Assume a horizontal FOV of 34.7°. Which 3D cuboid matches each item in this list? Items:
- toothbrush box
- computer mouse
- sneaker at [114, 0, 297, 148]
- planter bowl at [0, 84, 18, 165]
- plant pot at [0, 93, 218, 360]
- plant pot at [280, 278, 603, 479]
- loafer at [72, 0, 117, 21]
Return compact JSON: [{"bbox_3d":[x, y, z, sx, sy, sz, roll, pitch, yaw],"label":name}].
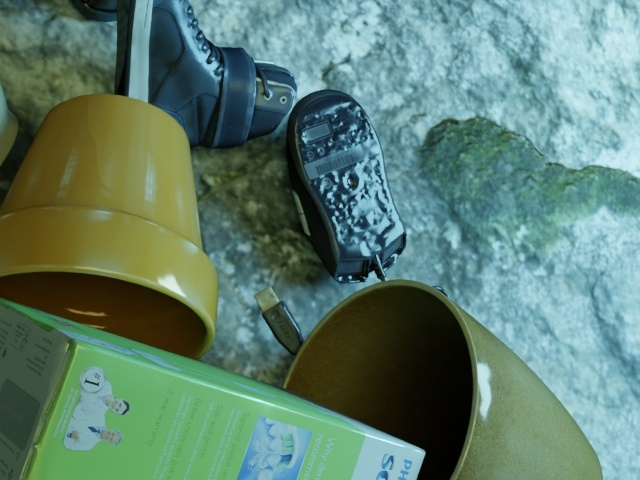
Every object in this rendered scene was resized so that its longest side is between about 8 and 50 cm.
[{"bbox_3d":[-0.104,0.147,0.737,0.283,0.206,0.122,22,84,-33],"label":"toothbrush box"},{"bbox_3d":[0.000,0.000,0.976,0.184,0.060,0.262,-29,100,-26],"label":"computer mouse"},{"bbox_3d":[-0.099,-0.182,0.918,0.164,0.226,0.086,-2,36,-16],"label":"sneaker"},{"bbox_3d":[-0.323,-0.097,0.850,0.109,0.162,0.162,40,67,-35],"label":"planter bowl"},{"bbox_3d":[-0.183,-0.011,0.856,0.205,0.205,0.187,11,59,-16],"label":"plant pot"},{"bbox_3d":[0.126,0.189,0.892,0.254,0.237,0.237,27,70,-34],"label":"plant pot"},{"bbox_3d":[-0.226,-0.343,0.961,0.096,0.084,0.267,-19,85,-21],"label":"loafer"}]
